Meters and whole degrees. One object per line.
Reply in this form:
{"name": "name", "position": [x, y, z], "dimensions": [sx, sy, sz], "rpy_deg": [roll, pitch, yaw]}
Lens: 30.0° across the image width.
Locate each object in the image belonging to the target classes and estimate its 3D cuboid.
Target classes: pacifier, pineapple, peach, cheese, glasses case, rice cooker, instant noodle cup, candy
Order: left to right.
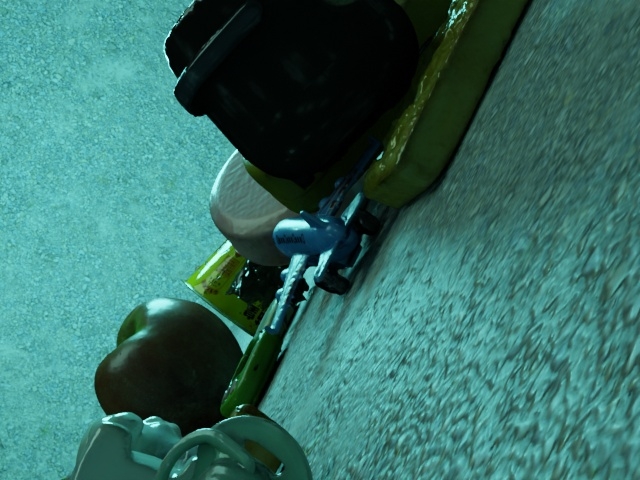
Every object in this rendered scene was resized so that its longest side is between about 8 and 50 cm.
{"name": "peach", "position": [-0.240, 0.220, 1.961], "dimensions": [0.252, 0.252, 0.252], "rpy_deg": [-61, 4, 8]}
{"name": "pacifier", "position": [-0.064, 0.207, 0.943], "dimensions": [0.150, 0.127, 0.116], "rpy_deg": [-68, -20, 5]}
{"name": "instant noodle cup", "position": [-0.129, 0.069, 2.101], "dimensions": [0.144, 0.182, 0.182], "rpy_deg": [-53, 4, -2]}
{"name": "cheese", "position": [-0.091, 0.169, 1.843], "dimensions": [0.192, 0.037, 0.097], "rpy_deg": [-65, 4, -25]}
{"name": "pineapple", "position": [-0.055, -0.024, 1.840], "dimensions": [0.165, 0.165, 0.364], "rpy_deg": [-57, 8, 49]}
{"name": "candy", "position": [-0.042, -0.083, 1.713], "dimensions": [0.255, 0.094, 0.255], "rpy_deg": [-23, 41, 21]}
{"name": "rice cooker", "position": [-0.028, -0.198, 1.323], "dimensions": [0.267, 0.224, 0.267], "rpy_deg": [-44, 0, 0]}
{"name": "glasses case", "position": [0.054, -0.200, 1.544], "dimensions": [0.371, 0.141, 0.173], "rpy_deg": [-52, 31, -3]}

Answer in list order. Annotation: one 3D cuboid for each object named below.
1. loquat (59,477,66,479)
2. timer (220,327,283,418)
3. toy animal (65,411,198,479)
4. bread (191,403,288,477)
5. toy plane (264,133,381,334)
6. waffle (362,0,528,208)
{"name": "loquat", "position": [-0.433, 0.556, 2.056], "dimensions": [0.284, 0.276, 0.276], "rpy_deg": [-46, -3, -25]}
{"name": "timer", "position": [-0.098, 0.194, 1.718], "dimensions": [0.128, 0.047, 0.140], "rpy_deg": [-65, 5, -24]}
{"name": "toy animal", "position": [-0.261, 0.361, 1.631], "dimensions": [0.241, 0.196, 0.367], "rpy_deg": [-63, 7, -4]}
{"name": "bread", "position": [-0.081, 0.225, 1.154], "dimensions": [0.132, 0.074, 0.053], "rpy_deg": [-59, -13, 18]}
{"name": "toy plane", "position": [0.000, 0.000, 1.400], "dimensions": [0.254, 0.105, 0.271], "rpy_deg": [-62, 3, -9]}
{"name": "waffle", "position": [0.131, -0.162, 1.208], "dimensions": [0.274, 0.057, 0.168], "rpy_deg": [-63, 5, -11]}
